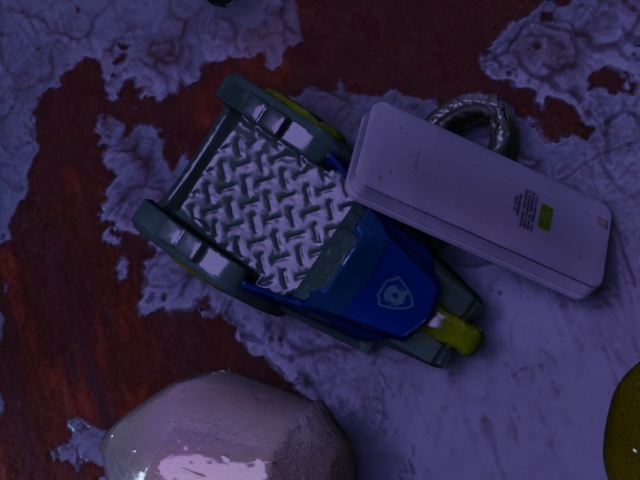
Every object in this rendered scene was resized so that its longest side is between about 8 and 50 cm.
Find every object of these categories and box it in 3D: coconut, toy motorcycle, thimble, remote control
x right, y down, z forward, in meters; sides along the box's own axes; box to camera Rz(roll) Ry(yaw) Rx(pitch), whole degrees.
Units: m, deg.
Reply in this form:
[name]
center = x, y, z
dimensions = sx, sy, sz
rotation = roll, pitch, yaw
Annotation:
[coconut]
center = -0.091, 0.223, 1.692
dimensions = 0.234, 0.224, 0.224
rotation = 6, 83, 18
[toy motorcycle]
center = 0.000, 0.000, 1.699
dimensions = 0.326, 0.200, 0.191
rotation = 34, 92, 22
[thimble]
center = 0.139, -0.090, 1.736
dimensions = 0.084, 0.062, 0.110
rotation = 42, 97, 18
[remote control]
center = 0.144, -0.035, 1.656
dimensions = 0.250, 0.034, 0.103
rotation = 23, 54, -13

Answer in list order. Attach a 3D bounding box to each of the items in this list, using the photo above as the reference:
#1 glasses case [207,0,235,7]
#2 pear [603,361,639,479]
[glasses case]
center = -0.144, -0.330, 1.866
dimensions = 0.047, 0.071, 0.205
rotation = -37, 73, 14
[pear]
center = 0.332, 0.179, 1.562
dimensions = 0.198, 0.198, 0.198
rotation = -3, 80, 18
